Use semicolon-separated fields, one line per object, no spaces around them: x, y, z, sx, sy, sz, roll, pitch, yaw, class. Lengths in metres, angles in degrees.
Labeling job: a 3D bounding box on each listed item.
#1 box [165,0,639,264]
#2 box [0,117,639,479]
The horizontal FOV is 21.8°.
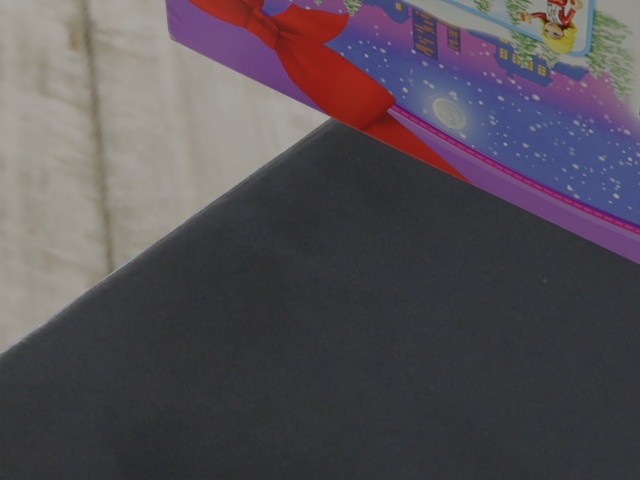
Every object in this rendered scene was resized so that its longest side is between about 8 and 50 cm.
0.087;-0.068;0.296;0.293;0.201;0.057;27;-122;23;box
-0.029;0.229;0.709;0.297;0.472;0.480;45;-122;13;box
